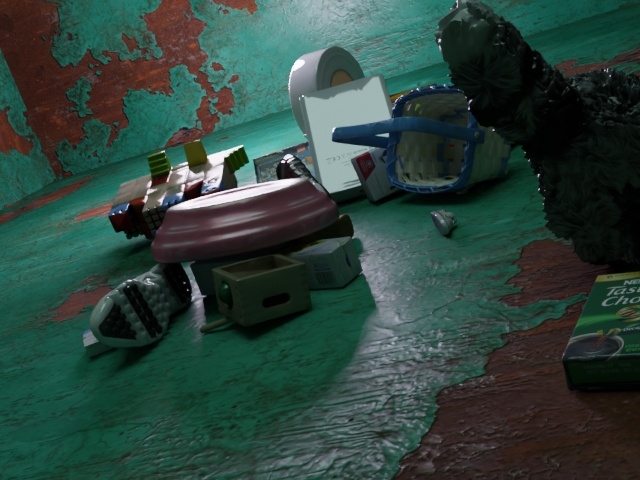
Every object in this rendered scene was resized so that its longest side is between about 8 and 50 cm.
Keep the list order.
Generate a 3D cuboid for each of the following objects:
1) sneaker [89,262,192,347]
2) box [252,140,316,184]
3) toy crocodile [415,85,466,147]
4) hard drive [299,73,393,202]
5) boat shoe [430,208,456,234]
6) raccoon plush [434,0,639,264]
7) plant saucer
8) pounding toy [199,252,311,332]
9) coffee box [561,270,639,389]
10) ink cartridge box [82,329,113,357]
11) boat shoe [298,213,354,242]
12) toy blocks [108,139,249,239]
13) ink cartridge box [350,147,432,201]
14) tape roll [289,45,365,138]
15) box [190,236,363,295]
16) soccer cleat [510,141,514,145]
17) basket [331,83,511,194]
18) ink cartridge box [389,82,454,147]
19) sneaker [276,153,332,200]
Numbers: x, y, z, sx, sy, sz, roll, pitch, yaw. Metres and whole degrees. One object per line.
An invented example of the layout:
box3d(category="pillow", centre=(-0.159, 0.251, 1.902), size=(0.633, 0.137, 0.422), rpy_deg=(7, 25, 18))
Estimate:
box3d(category="sneaker", centre=(-0.312, 0.116, 1.367), size=(0.118, 0.110, 0.292), rpy_deg=(-23, 6, 15))
box3d(category="box", centre=(-0.029, -0.151, 1.869), size=(0.233, 0.044, 0.159), rpy_deg=(-17, 51, 6))
box3d(category="toy crocodile", centre=(0.288, -0.276, 1.794), size=(0.115, 0.105, 0.340), rpy_deg=(-41, -22, 24))
box3d(category="hard drive", centre=(0.074, -0.230, 1.834), size=(0.203, 0.040, 0.307), rpy_deg=(-15, 53, 5))
box3d(category="boat shoe", centre=(0.208, -0.034, 1.370), size=(0.035, 0.035, 0.100), rpy_deg=(-21, 9, 3))
box3d(category="raccoon plush", centre=(0.364, -0.183, 1.022), size=(0.216, 0.446, 0.299), rpy_deg=(-24, 23, 37))
box3d(category="plant saucer", centre=(-0.136, -0.043, 1.435), size=(0.332, 0.084, 0.332), rpy_deg=(-12, 10, 2))
box3d(category="pounding toy", centre=(-0.105, 0.088, 1.247), size=(0.141, 0.100, 0.130), rpy_deg=(-14, 13, -24))
box3d(category="coffee box", centre=(0.317, 0.084, 0.824), size=(0.113, 0.040, 0.184), rpy_deg=(-8, 19, 34))
box3d(category="ink cartridge box", centre=(-0.367, 0.167, 1.370), size=(0.048, 0.028, 0.083), rpy_deg=(-23, 16, -11))
box3d(category="boat shoe", centre=(0.000, 0.000, 1.457), size=(0.059, 0.063, 0.170), rpy_deg=(-14, 8, 31))
box3d(category="toy blocks", centre=(-0.357, -0.089, 2.012), size=(0.381, 0.190, 0.261), rpy_deg=(-17, 27, 6))
box3d(category="ink cartridge box", centre=(0.145, -0.150, 1.685), size=(0.135, 0.099, 0.056), rpy_deg=(-26, 6, -8))
box3d(category="tape roll", centre=(0.032, -0.414, 2.399), size=(0.100, 0.286, 0.286), rpy_deg=(-7, 20, 35))
box3d(category="box", centre=(-0.081, 0.046, 1.378), size=(0.324, 0.067, 0.063), rpy_deg=(-7, 19, 39))
box3d(category="soccer cleat", centre=(0.398, -0.234, 1.792), size=(0.072, 0.060, 0.179), rpy_deg=(-22, 6, 30))
box3d(category="basket", centre=(0.199, -0.188, 1.529), size=(0.289, 0.201, 0.255), rpy_deg=(8, -1, -31))
box3d(category="ink cartridge box", centre=(0.213, -0.284, 2.030), size=(0.272, 0.130, 0.309), rpy_deg=(-12, 17, 22))
box3d(category="sneaker", centre=(-0.085, -0.082, 1.695), size=(0.162, 0.106, 0.281), rpy_deg=(-28, 28, -9))
